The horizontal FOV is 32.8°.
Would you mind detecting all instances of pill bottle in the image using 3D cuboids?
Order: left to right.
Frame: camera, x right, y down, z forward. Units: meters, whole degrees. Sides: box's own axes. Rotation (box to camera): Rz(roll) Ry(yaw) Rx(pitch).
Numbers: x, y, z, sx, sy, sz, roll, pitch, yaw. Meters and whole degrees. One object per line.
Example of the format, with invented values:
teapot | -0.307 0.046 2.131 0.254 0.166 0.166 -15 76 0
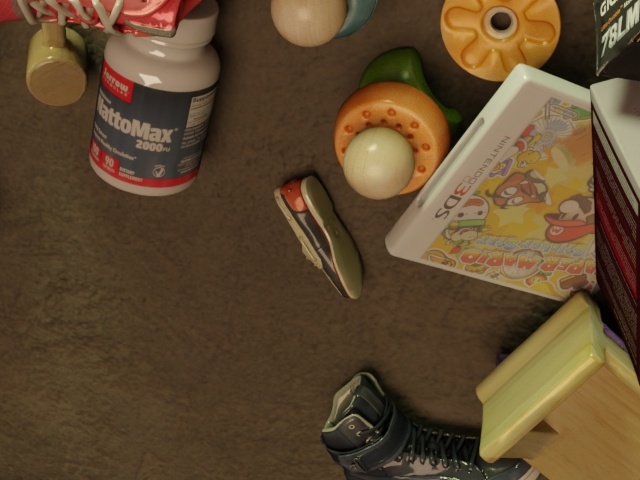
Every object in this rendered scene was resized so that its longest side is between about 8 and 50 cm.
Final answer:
pill bottle | -0.151 -0.142 1.007 0.108 0.108 0.180 20 124 6

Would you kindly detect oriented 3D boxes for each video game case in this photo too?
video game case | 0.202 -0.036 0.941 0.227 0.026 0.206 15 130 -27

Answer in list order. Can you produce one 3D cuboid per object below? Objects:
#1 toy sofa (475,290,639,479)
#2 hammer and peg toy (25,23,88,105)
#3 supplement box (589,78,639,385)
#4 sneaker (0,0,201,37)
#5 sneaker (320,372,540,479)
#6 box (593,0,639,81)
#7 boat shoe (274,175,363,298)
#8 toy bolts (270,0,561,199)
toy sofa | 0.331 0.214 1.035 0.362 0.177 0.150 39 116 -6
hammer and peg toy | -0.382 -0.259 0.986 0.361 0.127 0.266 8 126 -17
supplement box | 0.271 -0.005 0.875 0.073 0.130 0.239 -13 137 3
sneaker | -0.176 -0.216 0.874 0.314 0.116 0.136 -25 86 -5
sneaker | 0.107 0.212 1.149 0.226 0.086 0.163 -16 117 27
box | 0.373 -0.170 0.690 0.295 0.073 0.293 8 164 -11
boat shoe | 0.000 0.000 1.079 0.043 0.049 0.137 -16 111 30
toy bolts | 0.064 -0.163 0.891 0.218 0.158 0.228 -32 106 31
